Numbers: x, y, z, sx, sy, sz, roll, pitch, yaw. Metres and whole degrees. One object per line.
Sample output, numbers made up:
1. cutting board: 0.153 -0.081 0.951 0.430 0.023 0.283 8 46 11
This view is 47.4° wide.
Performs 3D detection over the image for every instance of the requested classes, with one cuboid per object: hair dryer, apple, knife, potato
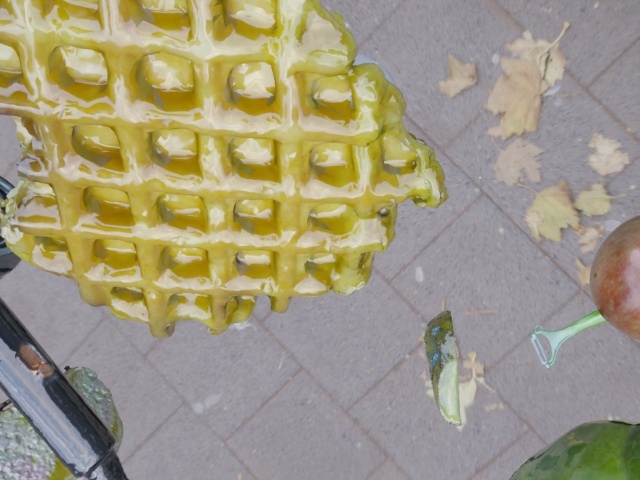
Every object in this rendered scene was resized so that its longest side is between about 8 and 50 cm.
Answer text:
1. hair dryer: -0.274 0.109 0.688 0.189 0.107 0.352 -29 103 35
2. apple: 0.509 0.059 1.105 0.188 0.188 0.173 33 131 8
3. knife: 0.423 0.141 1.192 0.166 0.022 0.078 -28 109 -2
4. potato: 0.213 0.223 1.277 0.054 0.119 0.197 -6 95 4

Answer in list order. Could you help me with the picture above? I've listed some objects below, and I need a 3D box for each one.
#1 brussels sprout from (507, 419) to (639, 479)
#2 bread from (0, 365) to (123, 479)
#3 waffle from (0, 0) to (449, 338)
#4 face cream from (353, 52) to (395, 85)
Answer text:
1. brussels sprout: 0.338 0.313 0.649 0.289 0.355 0.281 34 89 -35
2. bread: -0.387 0.289 1.020 0.158 0.261 0.156 55 135 2
3. waffle: -0.081 -0.040 0.401 0.291 0.051 0.291 1 136 1
4. face cream: 0.036 -0.219 1.228 0.235 0.420 0.137 33 116 -2
